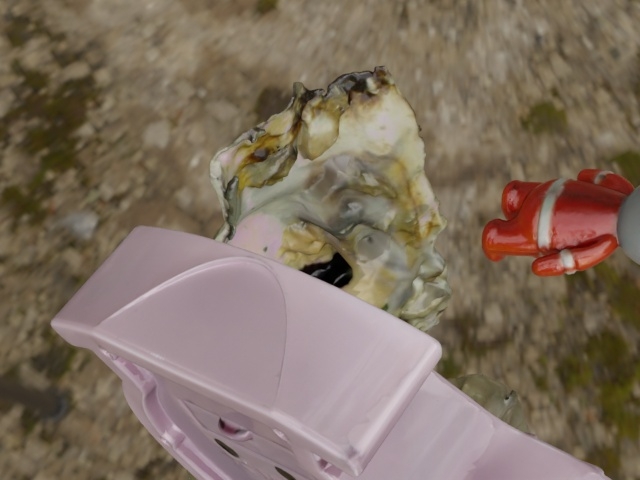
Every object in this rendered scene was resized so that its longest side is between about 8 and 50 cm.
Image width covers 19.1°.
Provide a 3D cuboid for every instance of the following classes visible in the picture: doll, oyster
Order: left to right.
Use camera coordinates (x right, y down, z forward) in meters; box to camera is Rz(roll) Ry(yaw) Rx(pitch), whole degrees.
[{"bbox_3d":[-0.004,0.001,1.490,0.201,0.107,0.354,-40,138,-17],"label":"oyster"},{"bbox_3d":[0.261,-0.017,1.624,0.245,0.142,0.076,2,132,27],"label":"doll"}]

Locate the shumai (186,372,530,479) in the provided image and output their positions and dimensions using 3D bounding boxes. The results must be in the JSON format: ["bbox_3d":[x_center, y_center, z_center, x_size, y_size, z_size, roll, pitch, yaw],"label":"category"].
[{"bbox_3d":[-0.008,0.230,1.465,0.262,0.267,0.314,15,81,24],"label":"shumai"}]

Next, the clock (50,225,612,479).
[{"bbox_3d":[0.035,0.124,0.968,0.080,0.290,0.275,-51,130,-18],"label":"clock"}]
